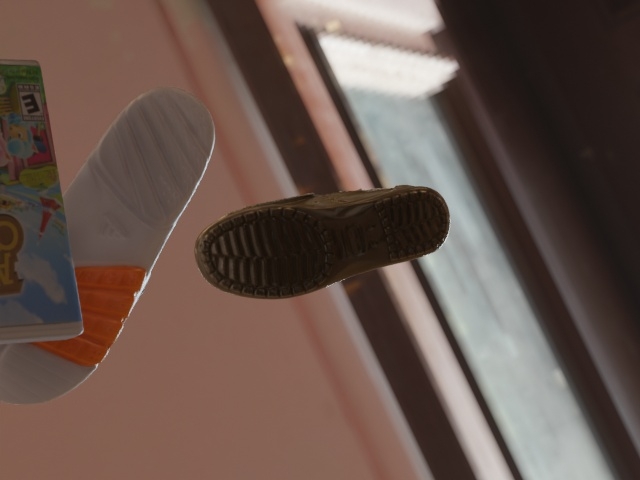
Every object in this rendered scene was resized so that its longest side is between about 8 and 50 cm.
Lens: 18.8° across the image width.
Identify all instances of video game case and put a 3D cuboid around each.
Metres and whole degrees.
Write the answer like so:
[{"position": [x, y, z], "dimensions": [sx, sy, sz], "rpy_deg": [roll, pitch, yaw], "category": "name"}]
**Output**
[{"position": [-0.259, -0.025, 1.241], "dimensions": [0.212, 0.193, 0.023], "rpy_deg": [-2, 167, -41], "category": "video game case"}]

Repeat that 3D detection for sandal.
[{"position": [-0.163, 0.008, 1.425], "dimensions": [0.265, 0.102, 0.076], "rpy_deg": [-54, -179, -3], "category": "sandal"}]

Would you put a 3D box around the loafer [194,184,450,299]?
[{"position": [0.000, 0.000, 2.019], "dimensions": [0.268, 0.102, 0.092], "rpy_deg": [-8, -175, -8], "category": "loafer"}]
